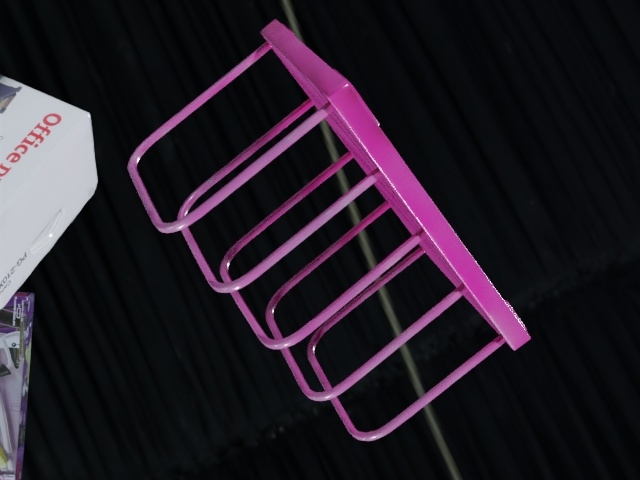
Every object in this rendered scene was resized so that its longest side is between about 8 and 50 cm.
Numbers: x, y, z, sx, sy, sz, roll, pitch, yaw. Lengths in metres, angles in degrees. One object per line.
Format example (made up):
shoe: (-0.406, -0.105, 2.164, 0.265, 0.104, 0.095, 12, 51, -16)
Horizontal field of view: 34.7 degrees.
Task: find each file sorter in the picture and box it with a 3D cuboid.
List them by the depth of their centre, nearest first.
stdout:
file sorter: (0.000, 0.000, 0.875, 0.182, 0.291, 0.202, -39, -150, 1)

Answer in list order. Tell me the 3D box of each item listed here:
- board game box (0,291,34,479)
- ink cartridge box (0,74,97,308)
board game box: (-0.496, 0.234, 1.349, 0.208, 0.347, 0.056, 4, -177, -2)
ink cartridge box: (-0.334, -0.067, 0.865, 0.100, 0.237, 0.172, 101, 15, -52)
